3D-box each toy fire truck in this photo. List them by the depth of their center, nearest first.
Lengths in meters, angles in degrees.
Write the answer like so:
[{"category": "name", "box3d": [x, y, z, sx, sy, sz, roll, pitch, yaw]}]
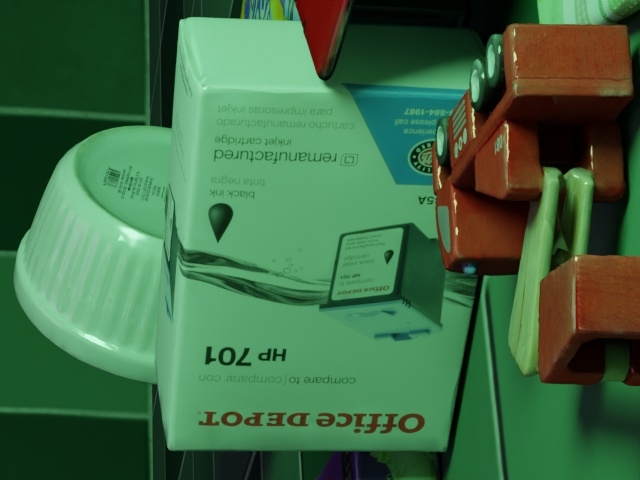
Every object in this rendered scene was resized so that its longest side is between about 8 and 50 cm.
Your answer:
[{"category": "toy fire truck", "box3d": [0.081, -0.003, 0.682, 0.192, 0.047, 0.135, 119, 150, -71]}]

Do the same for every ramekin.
[{"category": "ramekin", "box3d": [-0.116, 0.003, 1.429, 0.207, 0.207, 0.109, -101, 26, -55]}]

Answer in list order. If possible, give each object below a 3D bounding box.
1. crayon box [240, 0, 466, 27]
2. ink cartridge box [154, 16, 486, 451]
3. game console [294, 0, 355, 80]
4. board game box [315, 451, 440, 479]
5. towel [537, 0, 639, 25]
[{"category": "crayon box", "box3d": [-0.001, -0.066, 1.085, 0.203, 0.083, 0.323, -97, 13, -45]}, {"category": "ink cartridge box", "box3d": [0.000, 0.000, 0.889, 0.082, 0.139, 0.191, -108, 22, -60]}, {"category": "game console", "box3d": [0.039, -0.149, 0.839, 0.144, 0.124, 0.085, -105, -3, -60]}, {"category": "board game box", "box3d": [0.011, 0.242, 1.063, 0.347, 0.056, 0.208, 114, 161, -67]}, {"category": "towel", "box3d": [0.099, -0.132, 0.677, 0.152, 0.023, 0.113, 144, 129, -78]}]
